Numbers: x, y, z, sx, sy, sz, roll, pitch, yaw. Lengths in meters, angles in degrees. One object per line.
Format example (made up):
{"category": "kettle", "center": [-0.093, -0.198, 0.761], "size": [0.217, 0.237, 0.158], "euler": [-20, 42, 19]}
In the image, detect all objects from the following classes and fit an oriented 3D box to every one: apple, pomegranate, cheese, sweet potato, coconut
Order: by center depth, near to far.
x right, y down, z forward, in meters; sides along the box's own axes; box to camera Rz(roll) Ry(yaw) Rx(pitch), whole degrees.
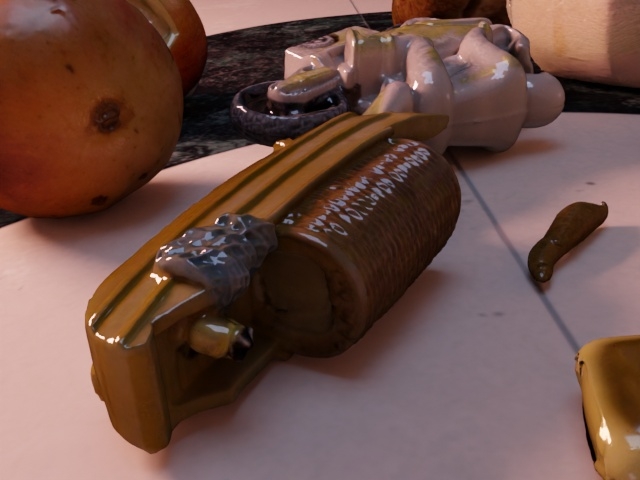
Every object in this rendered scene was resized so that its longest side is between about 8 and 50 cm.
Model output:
{"category": "cheese", "center": [0.189, 0.069, 0.328], "size": [0.162, 0.036, 0.086], "euler": [-1, 26, 9]}
{"category": "sweet potato", "center": [0.150, -0.003, 0.511], "size": [0.026, 0.026, 0.115], "euler": [14, 33, 35]}
{"category": "pomegranate", "center": [-0.200, -0.112, 0.620], "size": [0.191, 0.191, 0.191], "euler": [-4, 24, 2]}
{"category": "coconut", "center": [0.318, -0.263, 0.834], "size": [0.224, 0.224, 0.234], "euler": [-19, 16, -30]}
{"category": "apple", "center": [-0.221, -0.206, 0.859], "size": [0.199, 0.199, 0.199], "euler": [-4, 24, 2]}

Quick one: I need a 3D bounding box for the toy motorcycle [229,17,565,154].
{"category": "toy motorcycle", "center": [0.087, -0.129, 0.708], "size": [0.222, 0.108, 0.340], "euler": [21, 34, 29]}

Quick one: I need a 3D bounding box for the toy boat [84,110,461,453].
{"category": "toy boat", "center": [0.000, 0.000, 0.449], "size": [0.115, 0.089, 0.310], "euler": [11, 28, 25]}

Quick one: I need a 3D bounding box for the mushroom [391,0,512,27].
{"category": "mushroom", "center": [0.208, -0.329, 1.045], "size": [0.267, 0.267, 0.255], "euler": [-13, 59, -17]}
